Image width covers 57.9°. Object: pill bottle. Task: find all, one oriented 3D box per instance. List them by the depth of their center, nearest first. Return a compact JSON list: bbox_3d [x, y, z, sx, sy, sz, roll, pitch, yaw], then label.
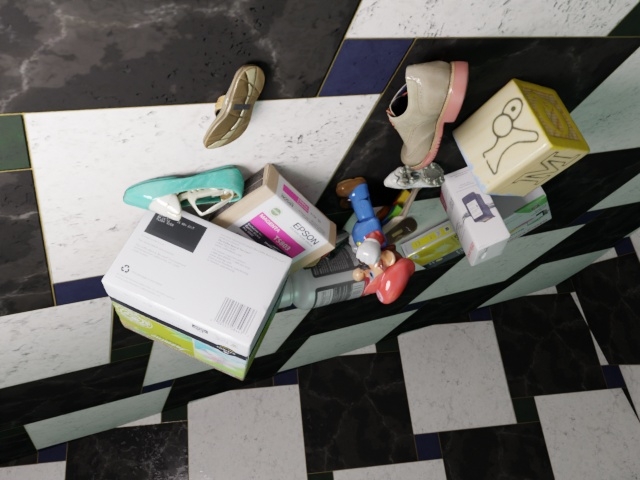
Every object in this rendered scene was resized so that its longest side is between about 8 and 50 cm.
[{"bbox_3d":[-0.005,0.115,1.782,0.318,0.176,0.176,-11,157,-24],"label":"pill bottle"}]

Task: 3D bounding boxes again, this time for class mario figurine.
[{"bbox_3d":[0.104,0.011,1.434,0.198,0.320,0.170,6,146,-47],"label":"mario figurine"}]

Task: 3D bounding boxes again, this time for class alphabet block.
[{"bbox_3d":[0.467,-0.234,1.358,0.193,0.192,0.197,-4,154,-41],"label":"alphabet block"}]

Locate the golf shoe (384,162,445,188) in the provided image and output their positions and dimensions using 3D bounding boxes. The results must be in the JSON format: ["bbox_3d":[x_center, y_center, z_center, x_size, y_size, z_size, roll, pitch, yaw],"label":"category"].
[{"bbox_3d":[0.245,-0.166,1.517,0.176,0.069,0.086,-3,173,-32],"label":"golf shoe"}]

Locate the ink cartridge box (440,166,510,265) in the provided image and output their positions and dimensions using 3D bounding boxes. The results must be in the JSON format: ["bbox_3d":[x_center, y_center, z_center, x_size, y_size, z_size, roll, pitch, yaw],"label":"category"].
[{"bbox_3d":[0.437,-0.068,1.657,0.100,0.237,0.172,-21,159,1],"label":"ink cartridge box"}]

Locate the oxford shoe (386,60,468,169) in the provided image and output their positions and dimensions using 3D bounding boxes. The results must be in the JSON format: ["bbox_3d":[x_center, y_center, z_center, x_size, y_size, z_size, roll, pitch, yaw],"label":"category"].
[{"bbox_3d":[0.199,-0.260,1.203,0.130,0.123,0.348,8,157,-1],"label":"oxford shoe"}]

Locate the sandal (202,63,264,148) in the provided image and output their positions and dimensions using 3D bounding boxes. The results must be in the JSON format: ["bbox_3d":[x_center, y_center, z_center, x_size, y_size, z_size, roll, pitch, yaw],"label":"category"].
[{"bbox_3d":[-0.154,-0.234,1.002,0.072,0.049,0.180,-7,141,-43],"label":"sandal"}]

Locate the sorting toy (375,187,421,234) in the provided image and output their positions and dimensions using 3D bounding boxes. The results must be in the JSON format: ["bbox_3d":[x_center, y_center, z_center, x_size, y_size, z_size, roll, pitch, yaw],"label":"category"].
[{"bbox_3d":[0.191,-0.071,1.599,0.193,0.038,0.208,-43,-174,44],"label":"sorting toy"}]

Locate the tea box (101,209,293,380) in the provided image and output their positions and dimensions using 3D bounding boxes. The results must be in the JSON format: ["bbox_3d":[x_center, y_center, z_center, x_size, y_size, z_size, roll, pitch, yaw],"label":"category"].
[{"bbox_3d":[-0.268,0.124,1.307,0.329,0.220,0.323,24,154,3],"label":"tea box"}]

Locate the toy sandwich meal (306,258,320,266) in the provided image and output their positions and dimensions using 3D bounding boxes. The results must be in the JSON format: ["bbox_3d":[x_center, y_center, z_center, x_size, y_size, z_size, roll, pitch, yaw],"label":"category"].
[{"bbox_3d":[-0.036,0.035,1.449,0.086,0.029,0.085,1,134,1],"label":"toy sandwich meal"}]

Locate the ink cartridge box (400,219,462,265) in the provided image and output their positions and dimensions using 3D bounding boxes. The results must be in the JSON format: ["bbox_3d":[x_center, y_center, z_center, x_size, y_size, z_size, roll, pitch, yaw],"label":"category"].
[{"bbox_3d":[0.476,-0.002,2.089,0.307,0.072,0.303,-26,158,19],"label":"ink cartridge box"}]

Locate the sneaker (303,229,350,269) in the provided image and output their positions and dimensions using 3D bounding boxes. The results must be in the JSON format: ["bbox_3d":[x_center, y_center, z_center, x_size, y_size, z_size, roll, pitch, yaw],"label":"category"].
[{"bbox_3d":[0.000,0.000,1.644,0.100,0.108,0.271,-53,162,24],"label":"sneaker"}]

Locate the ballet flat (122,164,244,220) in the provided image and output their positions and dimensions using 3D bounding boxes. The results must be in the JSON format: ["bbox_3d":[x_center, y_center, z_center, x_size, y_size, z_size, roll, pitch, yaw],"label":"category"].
[{"bbox_3d":[-0.272,-0.089,1.178,0.247,0.087,0.083,-14,158,-15],"label":"ballet flat"}]

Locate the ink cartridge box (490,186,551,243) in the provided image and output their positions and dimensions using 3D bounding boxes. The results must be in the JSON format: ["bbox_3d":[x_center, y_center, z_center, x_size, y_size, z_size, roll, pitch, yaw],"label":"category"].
[{"bbox_3d":[0.637,-0.101,1.907,0.201,0.117,0.278,-32,156,15],"label":"ink cartridge box"}]

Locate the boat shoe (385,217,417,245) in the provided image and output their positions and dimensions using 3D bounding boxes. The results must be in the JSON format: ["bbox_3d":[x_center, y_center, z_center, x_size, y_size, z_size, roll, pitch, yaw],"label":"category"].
[{"bbox_3d":[0.223,-0.009,1.851,0.190,0.068,0.072,-22,170,3],"label":"boat shoe"}]

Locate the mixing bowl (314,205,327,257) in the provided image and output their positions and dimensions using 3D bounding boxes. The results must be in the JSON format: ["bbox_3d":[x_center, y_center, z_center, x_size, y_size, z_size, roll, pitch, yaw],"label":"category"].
[{"bbox_3d":[-0.055,-0.032,1.462,0.181,0.098,0.181,-6,141,-5],"label":"mixing bowl"}]

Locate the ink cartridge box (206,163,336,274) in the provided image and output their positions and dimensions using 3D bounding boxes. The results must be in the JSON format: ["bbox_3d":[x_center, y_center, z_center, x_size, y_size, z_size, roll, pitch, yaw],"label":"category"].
[{"bbox_3d":[-0.110,-0.031,1.318,0.193,0.088,0.235,-32,123,27],"label":"ink cartridge box"}]
